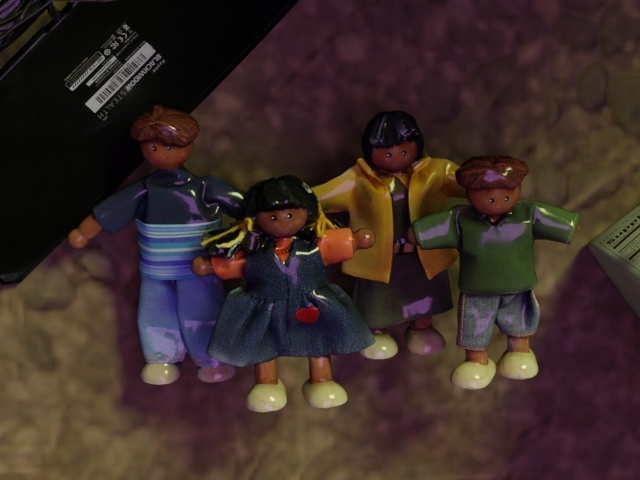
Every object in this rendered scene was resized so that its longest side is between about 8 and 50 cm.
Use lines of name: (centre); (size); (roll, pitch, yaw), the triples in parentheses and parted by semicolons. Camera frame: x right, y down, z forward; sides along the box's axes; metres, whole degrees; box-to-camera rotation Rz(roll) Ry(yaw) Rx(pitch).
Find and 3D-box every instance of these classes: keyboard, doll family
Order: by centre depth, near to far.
keyboard: (-0.091, -0.077, 0.759); (0.192, 0.038, 0.100); (-45, 129, 1)
doll family: (0.000, 0.000, 0.763); (0.193, 0.076, 0.111); (-9, 116, -9)

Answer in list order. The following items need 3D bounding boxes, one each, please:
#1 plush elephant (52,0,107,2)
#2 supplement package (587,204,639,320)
plush elephant: (-0.157, -0.245, 0.597); (0.272, 0.330, 0.255); (37, 76, -32)
supplement package: (0.240, 0.050, 0.749); (0.149, 0.203, 0.194); (-38, 106, 0)
